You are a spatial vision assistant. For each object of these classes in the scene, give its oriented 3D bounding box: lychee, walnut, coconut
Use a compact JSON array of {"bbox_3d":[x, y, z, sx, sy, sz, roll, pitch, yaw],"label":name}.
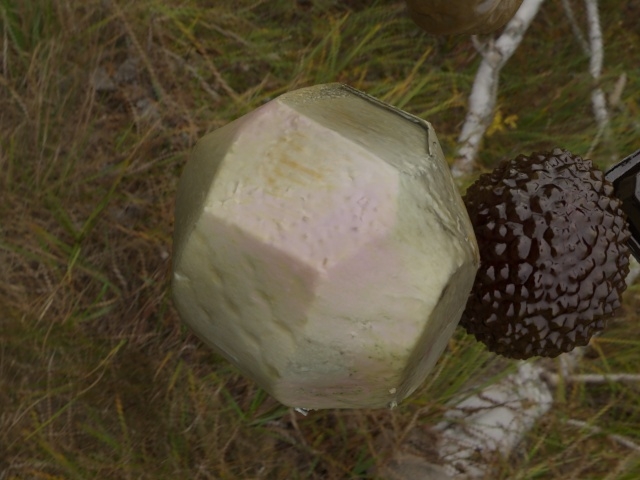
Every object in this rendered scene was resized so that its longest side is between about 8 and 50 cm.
[{"bbox_3d":[0.280,0.011,1.231,0.267,0.267,0.267,10,64,-22],"label":"lychee"},{"bbox_3d":[0.228,-0.426,1.558,0.213,0.213,0.213,10,64,-22],"label":"walnut"},{"bbox_3d":[0.000,0.000,1.016,0.353,0.352,0.352,10,64,-22],"label":"coconut"}]

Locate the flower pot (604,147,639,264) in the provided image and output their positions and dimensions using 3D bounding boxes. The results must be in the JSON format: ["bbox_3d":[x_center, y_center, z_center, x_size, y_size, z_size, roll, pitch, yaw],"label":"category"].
[{"bbox_3d":[0.517,-0.079,1.295,0.251,0.084,0.179,-36,82,-7],"label":"flower pot"}]
